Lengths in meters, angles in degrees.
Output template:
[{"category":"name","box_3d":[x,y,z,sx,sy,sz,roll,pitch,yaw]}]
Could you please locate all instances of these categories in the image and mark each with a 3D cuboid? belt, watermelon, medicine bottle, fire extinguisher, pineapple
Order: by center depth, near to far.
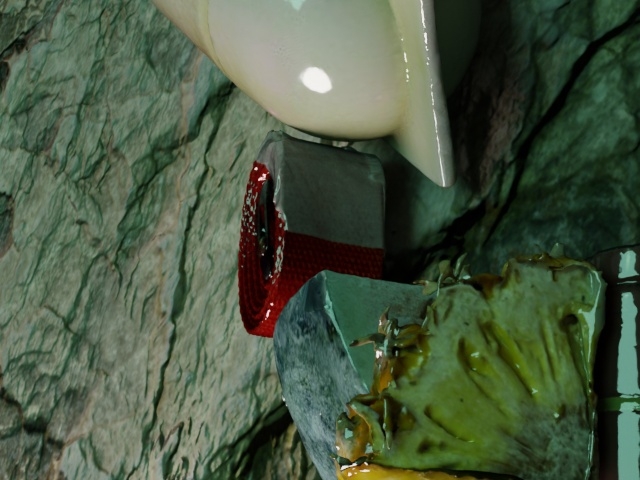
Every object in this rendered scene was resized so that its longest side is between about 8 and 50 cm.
[{"category":"fire extinguisher","box_3d":[0.240,0.177,1.130,0.141,0.105,0.341,-6,71,24]},{"category":"pineapple","box_3d":[0.112,0.110,1.133,0.236,0.186,0.114,-42,-6,-24]},{"category":"watermelon","box_3d":[0.084,0.112,1.275,0.214,0.289,0.320,-38,24,-9]},{"category":"belt","box_3d":[0.000,0.000,1.488,0.128,0.124,0.201,127,148,-52]},{"category":"medicine bottle","box_3d":[0.006,-0.223,1.507,0.235,0.236,0.406,-57,39,10]}]
